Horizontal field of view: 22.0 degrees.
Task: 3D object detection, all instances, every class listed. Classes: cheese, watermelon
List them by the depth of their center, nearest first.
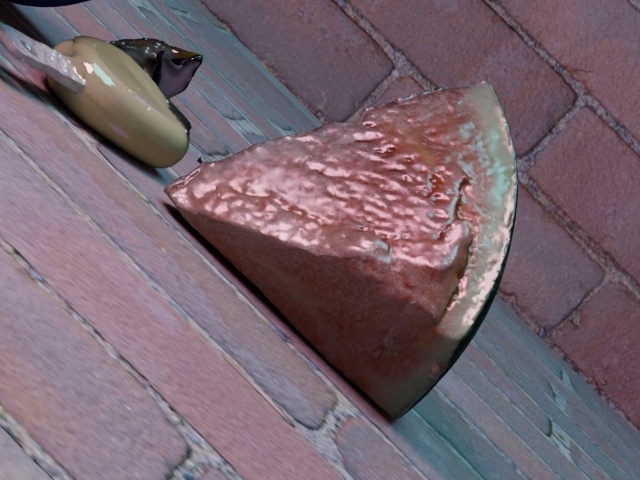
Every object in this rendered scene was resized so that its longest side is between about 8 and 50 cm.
[{"bbox_3d":[-0.195,-0.132,1.351,0.127,0.054,0.251,48,9,22],"label":"cheese"},{"bbox_3d":[0.019,0.029,1.429,0.283,0.293,0.250,-89,179,-48],"label":"watermelon"}]

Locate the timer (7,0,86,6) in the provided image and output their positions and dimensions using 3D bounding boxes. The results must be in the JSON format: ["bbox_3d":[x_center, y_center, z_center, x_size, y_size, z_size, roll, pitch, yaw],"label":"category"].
[{"bbox_3d":[-0.257,-0.291,1.338,0.270,0.270,0.383,43,23,-8],"label":"timer"}]

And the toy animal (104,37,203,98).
[{"bbox_3d":[-0.181,-0.192,1.739,0.105,0.070,0.202,24,14,-6],"label":"toy animal"}]
